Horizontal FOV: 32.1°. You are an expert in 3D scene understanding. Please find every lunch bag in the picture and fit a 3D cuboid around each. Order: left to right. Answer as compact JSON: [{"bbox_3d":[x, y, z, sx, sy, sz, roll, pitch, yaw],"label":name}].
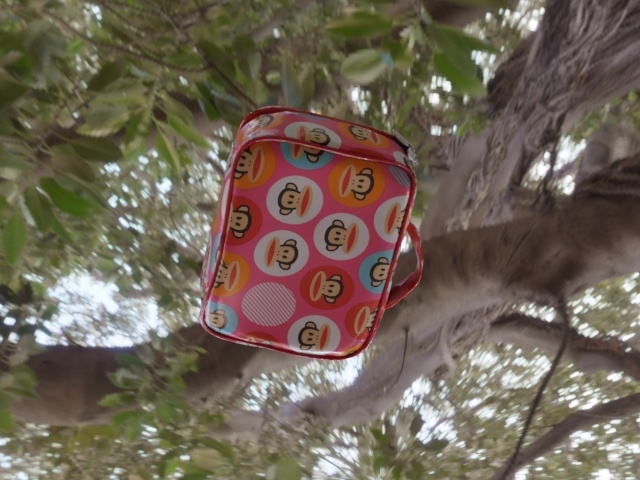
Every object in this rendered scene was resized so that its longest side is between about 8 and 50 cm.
[{"bbox_3d":[0.000,0.000,1.330,0.258,0.120,0.293,12,-63,-9],"label":"lunch bag"}]
